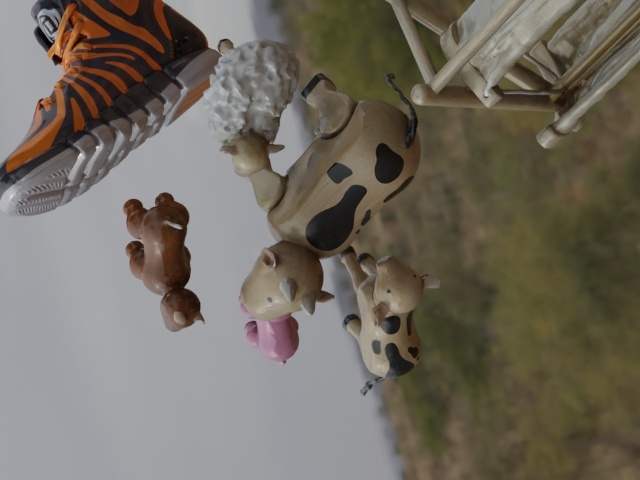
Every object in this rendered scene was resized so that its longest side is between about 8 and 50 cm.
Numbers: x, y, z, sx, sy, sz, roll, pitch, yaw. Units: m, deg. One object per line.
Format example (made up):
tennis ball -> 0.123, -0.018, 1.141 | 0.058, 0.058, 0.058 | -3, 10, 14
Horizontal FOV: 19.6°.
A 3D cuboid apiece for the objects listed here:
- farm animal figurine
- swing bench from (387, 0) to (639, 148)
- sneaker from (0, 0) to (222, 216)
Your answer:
farm animal figurine -> 0.000, 0.000, 1.733 | 0.327, 0.330, 0.172 | -63, 33, 18
swing bench -> 0.225, -0.224, 1.637 | 0.254, 0.253, 0.165 | 16, -139, -38
sneaker -> -0.260, -0.160, 1.916 | 0.180, 0.321, 0.124 | 46, 139, 4
